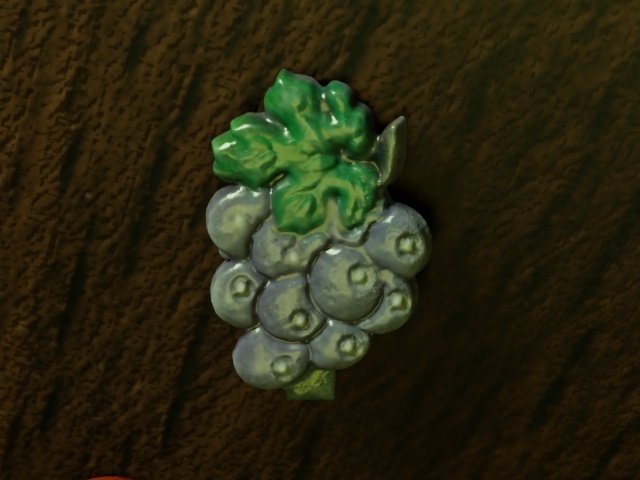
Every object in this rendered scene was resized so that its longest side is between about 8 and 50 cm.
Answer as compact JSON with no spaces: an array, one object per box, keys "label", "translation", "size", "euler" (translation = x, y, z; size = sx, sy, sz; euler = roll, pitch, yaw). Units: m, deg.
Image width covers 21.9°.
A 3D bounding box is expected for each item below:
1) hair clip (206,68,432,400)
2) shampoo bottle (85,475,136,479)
[{"label":"hair clip","translation":[0.000,-0.001,0.909],"size":[0.124,0.052,0.195],"euler":[0,115,4]},{"label":"shampoo bottle","translation":[-0.155,0.266,0.974],"size":[0.104,0.278,0.104],"euler":[7,124,10]}]
